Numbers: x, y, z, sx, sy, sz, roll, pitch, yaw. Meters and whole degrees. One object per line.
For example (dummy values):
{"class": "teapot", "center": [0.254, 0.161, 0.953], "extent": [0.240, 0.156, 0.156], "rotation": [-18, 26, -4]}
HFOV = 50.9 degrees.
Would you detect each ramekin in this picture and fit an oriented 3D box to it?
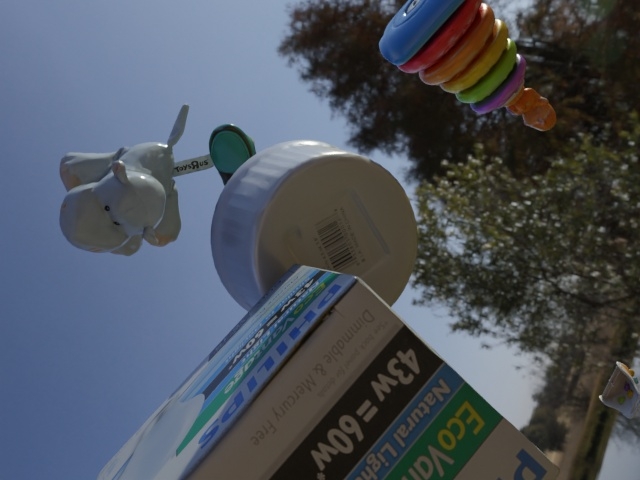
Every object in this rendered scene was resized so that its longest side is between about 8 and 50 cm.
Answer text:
{"class": "ramekin", "center": [0.000, 0.000, 0.931], "extent": [0.277, 0.135, 0.277], "rotation": [-4, -80, -24]}

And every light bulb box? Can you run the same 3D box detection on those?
{"class": "light bulb box", "center": [-0.040, 0.225, 0.641], "extent": [0.358, 0.225, 0.361], "rotation": [-48, 6, -7]}

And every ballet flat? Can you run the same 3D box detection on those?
{"class": "ballet flat", "center": [-0.150, -0.144, 1.247], "extent": [0.247, 0.083, 0.087], "rotation": [83, -165, -52]}

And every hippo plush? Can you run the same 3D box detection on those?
{"class": "hippo plush", "center": [-0.321, -0.053, 1.172], "extent": [0.236, 0.294, 0.234], "rotation": [-112, 0, -62]}

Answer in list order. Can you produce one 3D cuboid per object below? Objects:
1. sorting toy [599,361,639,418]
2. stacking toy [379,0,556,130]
{"class": "sorting toy", "center": [0.541, 0.272, 1.186], "extent": [0.075, 0.045, 0.083], "rotation": [-95, 16, -61]}
{"class": "stacking toy", "center": [0.250, -0.263, 1.026], "extent": [0.166, 0.302, 0.175], "rotation": [-46, 21, 24]}
